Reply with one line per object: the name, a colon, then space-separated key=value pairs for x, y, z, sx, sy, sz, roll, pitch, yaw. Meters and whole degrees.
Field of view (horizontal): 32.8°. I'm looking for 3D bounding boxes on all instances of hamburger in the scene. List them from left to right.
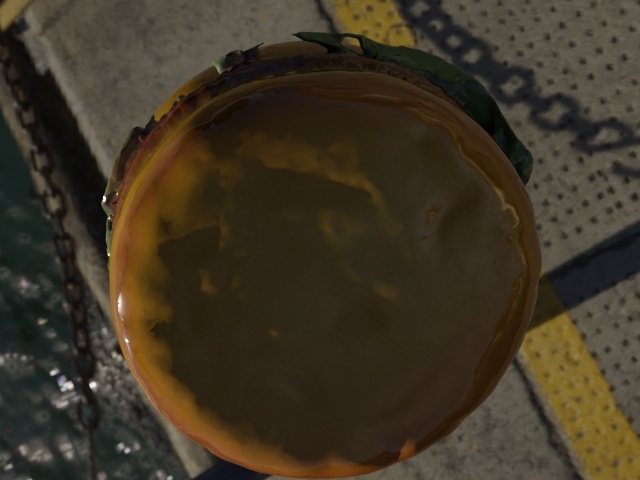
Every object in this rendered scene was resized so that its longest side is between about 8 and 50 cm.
hamburger: x=-0.001 y=0.001 z=0.610 sx=0.246 sy=0.170 sz=0.246 roll=-4 pitch=112 yaw=-9
